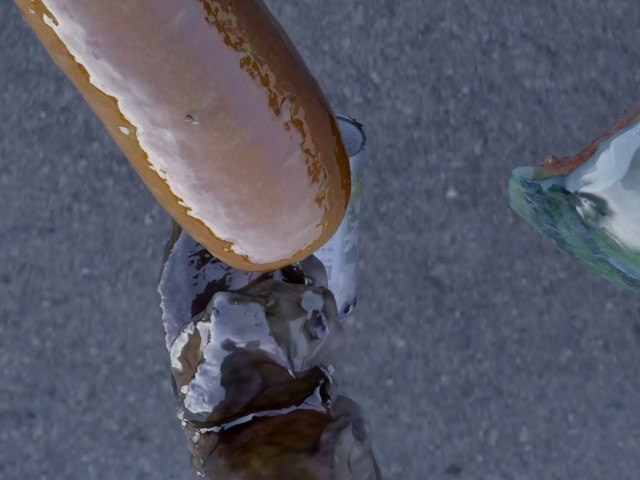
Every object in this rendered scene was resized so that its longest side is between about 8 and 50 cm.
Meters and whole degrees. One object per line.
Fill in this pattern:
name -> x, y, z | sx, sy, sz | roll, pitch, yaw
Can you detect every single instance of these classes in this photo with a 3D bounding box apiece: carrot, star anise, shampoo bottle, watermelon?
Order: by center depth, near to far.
carrot -> -0.056, -0.073, 0.468 | 0.067, 0.067, 0.225 | -24, 125, 19
watermelon -> 0.227, -0.050, 0.885 | 0.224, 0.180, 0.305 | 18, 147, -23
star anise -> -0.029, 0.106, 0.950 | 0.118, 0.331, 0.331 | -9, 131, -5
shampoo bottle -> 0.000, 0.000, 1.261 | 0.072, 0.072, 0.214 | 2, 130, -2
